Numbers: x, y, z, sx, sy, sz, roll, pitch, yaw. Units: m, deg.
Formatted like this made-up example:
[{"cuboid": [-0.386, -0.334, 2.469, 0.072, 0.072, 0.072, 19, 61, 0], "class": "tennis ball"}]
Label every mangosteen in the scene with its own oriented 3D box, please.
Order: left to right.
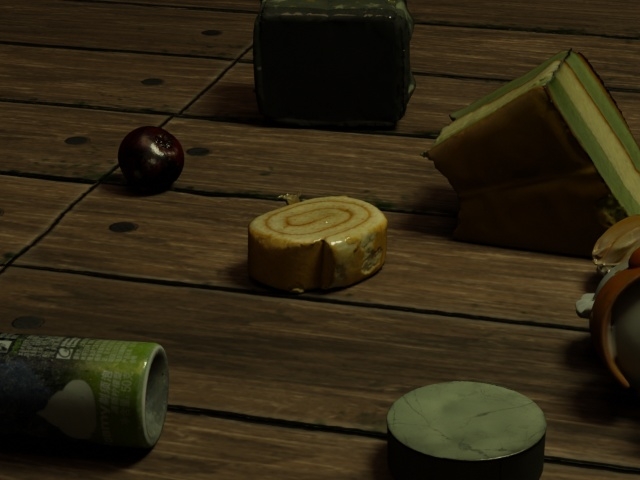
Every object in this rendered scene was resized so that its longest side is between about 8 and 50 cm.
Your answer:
[{"cuboid": [-0.203, -0.095, 1.979, 0.081, 0.081, 0.081, -1, 24, 0], "class": "mangosteen"}]

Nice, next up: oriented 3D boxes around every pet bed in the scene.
[{"cuboid": [0.021, -0.250, 2.195, 0.211, 0.183, 0.159, 0, 30, 7], "class": "pet bed"}]

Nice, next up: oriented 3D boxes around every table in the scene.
[{"cuboid": [0.122, 0.168, 1.399, 0.133, 0.043, 0.133, -1, 24, 0], "class": "table"}]

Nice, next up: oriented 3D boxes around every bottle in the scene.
[{"cuboid": [-0.302, 0.124, 1.453, 0.330, 0.093, 0.093, 3, 24, 9], "class": "bottle"}]

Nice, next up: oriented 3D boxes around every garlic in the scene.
[{"cuboid": [0.332, 0.018, 1.696, 0.094, 0.074, 0.113, -47, 33, 0], "class": "garlic"}]

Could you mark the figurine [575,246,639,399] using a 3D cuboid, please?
[{"cuboid": [0.307, 0.079, 1.518, 0.143, 0.143, 0.271, -2, -9, -3], "class": "figurine"}]

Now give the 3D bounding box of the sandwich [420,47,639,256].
[{"cuboid": [0.247, -0.061, 1.850, 0.198, 0.227, 0.155, -29, 10, 32], "class": "sandwich"}]

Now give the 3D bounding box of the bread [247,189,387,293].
[{"cuboid": [0.000, 0.000, 1.749, 0.149, 0.073, 0.122, -20, 32, -37], "class": "bread"}]
